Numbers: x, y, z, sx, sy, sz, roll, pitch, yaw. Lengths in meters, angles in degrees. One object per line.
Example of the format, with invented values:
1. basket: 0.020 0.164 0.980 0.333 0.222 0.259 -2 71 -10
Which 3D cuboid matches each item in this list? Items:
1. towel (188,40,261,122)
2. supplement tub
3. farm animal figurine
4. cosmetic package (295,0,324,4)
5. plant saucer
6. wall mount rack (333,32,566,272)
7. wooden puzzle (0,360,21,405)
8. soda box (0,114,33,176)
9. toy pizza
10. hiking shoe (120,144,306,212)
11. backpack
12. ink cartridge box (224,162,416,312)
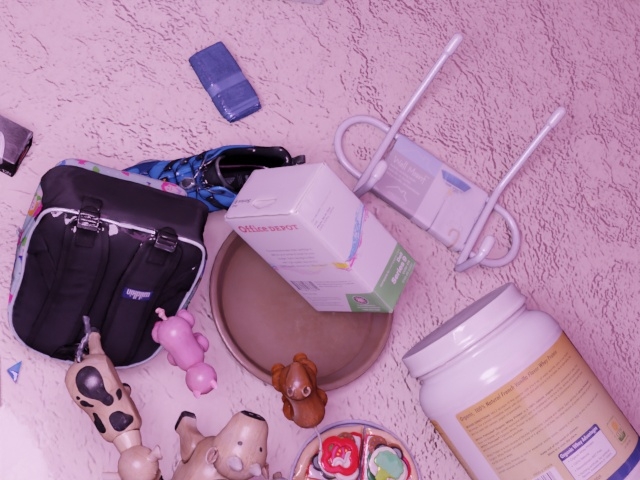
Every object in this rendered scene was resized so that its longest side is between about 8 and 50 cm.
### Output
1. towel: -0.145 -0.238 1.496 0.067 0.029 0.119 -29 85 -26
2. supplement tub: 0.281 0.239 1.382 0.228 0.228 0.316 -33 87 -26
3. farm animal figurine: -0.145 0.257 1.186 0.331 0.172 0.326 5 110 -17
4. cosmetic package: -0.150 -0.501 1.512 0.366 0.155 0.196 4 71 -18
5. plant saucer: -0.028 0.084 1.427 0.278 0.041 0.277 6 70 -18
6. wall mount rack: 0.211 -0.131 1.534 0.350 0.130 0.304 34 65 -7
7. wooden puzzle: -0.444 0.181 1.260 0.116 0.014 0.078 6 75 -18
8. soda box: -0.478 -0.154 1.335 0.169 0.053 0.060 27 66 -9
9. toy pizza: 0.054 0.348 1.373 0.201 0.032 0.201 6 71 -18
10. hiking shoe: -0.182 -0.083 1.374 0.304 0.132 0.113 -16 79 -24
11. backpack: -0.273 0.035 1.245 0.225 0.253 0.191 14 31 -18
12. ink cartridge box: 0.000 0.000 1.316 0.212 0.154 0.093 44 62 -31
